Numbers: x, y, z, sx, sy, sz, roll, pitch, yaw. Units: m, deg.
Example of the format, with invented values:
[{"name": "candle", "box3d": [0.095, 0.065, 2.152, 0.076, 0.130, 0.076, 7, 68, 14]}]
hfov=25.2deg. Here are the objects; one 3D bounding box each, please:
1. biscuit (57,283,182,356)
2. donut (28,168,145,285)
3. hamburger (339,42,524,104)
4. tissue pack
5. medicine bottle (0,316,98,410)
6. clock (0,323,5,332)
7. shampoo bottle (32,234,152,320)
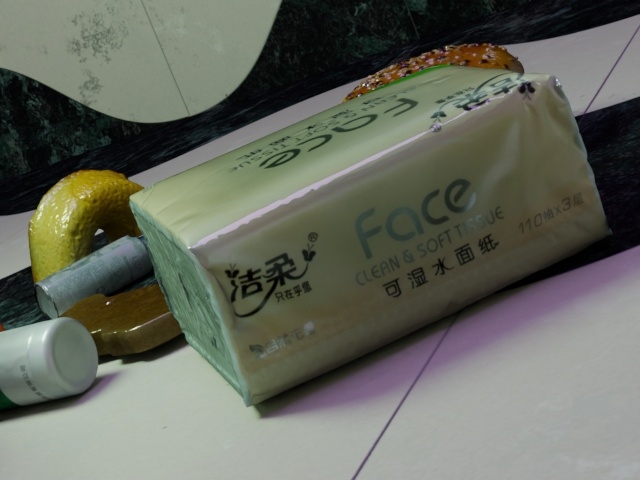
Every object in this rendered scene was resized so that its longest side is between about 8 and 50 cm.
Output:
[{"name": "biscuit", "box3d": [-0.238, 0.096, 1.792, 0.183, 0.047, 0.320, -30, 15, -38]}, {"name": "donut", "box3d": [-0.361, -0.033, 2.272, 0.259, 0.152, 0.101, -33, 24, -32]}, {"name": "hamburger", "box3d": [0.142, -0.150, 1.874, 0.300, 0.176, 0.300, -21, 15, 6]}, {"name": "tissue pack", "box3d": [0.037, -0.025, 1.480, 0.405, 0.205, 0.332, -26, 18, -12]}, {"name": "medicine bottle", "box3d": [-0.385, 0.156, 1.683, 0.260, 0.095, 0.095, -13, 16, 32]}, {"name": "clock", "box3d": [-0.523, 0.093, 1.960, 0.205, 0.205, 0.051, 1, 55, 59]}, {"name": "shampoo bottle", "box3d": [-0.310, 0.044, 2.069, 0.214, 0.072, 0.072, -30, 15, -31]}]
